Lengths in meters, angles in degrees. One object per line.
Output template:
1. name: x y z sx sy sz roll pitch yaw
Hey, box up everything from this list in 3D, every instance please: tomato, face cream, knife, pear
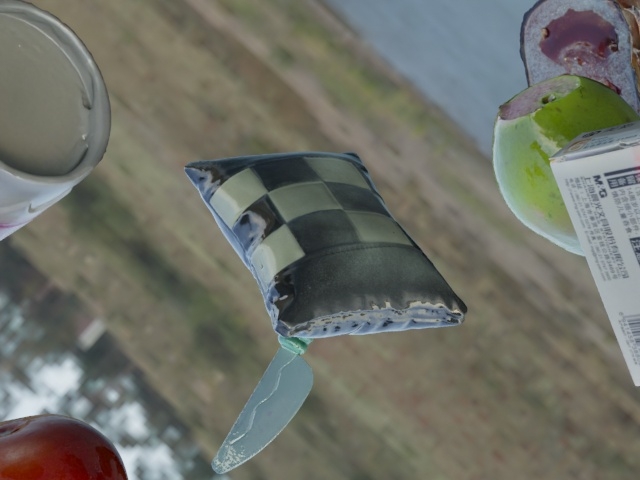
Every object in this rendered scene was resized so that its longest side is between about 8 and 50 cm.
1. tomato: -0.270 0.237 1.820 0.195 0.195 0.136 -135 30 -79
2. face cream: -0.290 -0.084 1.601 0.175 0.175 0.195 42 137 -20
3. knife: -0.033 0.134 2.067 0.063 0.260 0.034 24 174 12
4. pear: 0.291 -0.075 2.187 0.219 0.187 0.187 58 176 -17
5. tomato: 0.357 -0.221 2.428 0.181 0.214 0.155 4 -161 36

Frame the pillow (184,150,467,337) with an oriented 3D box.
1. pillow: 0.000 0.000 1.770 0.186 0.106 0.250 -3 -142 -27

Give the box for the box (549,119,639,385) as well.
1. box: 0.378 0.003 1.981 0.221 0.091 0.273 -10 109 39
